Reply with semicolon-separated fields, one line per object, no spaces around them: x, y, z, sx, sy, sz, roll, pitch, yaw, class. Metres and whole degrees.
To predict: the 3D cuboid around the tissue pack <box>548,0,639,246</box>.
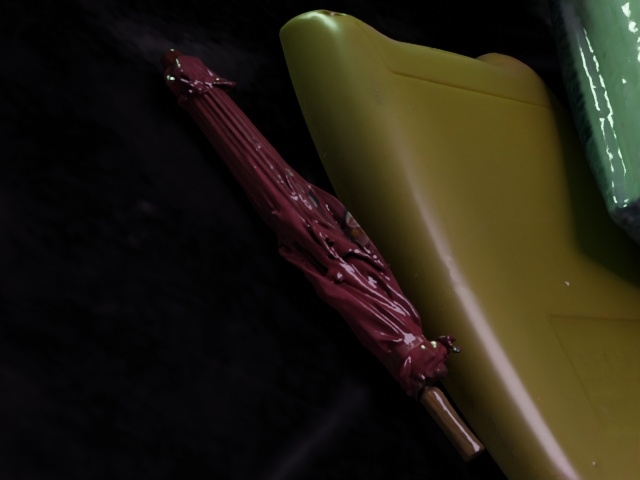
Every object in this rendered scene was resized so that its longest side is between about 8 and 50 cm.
0.205;-0.021;0.633;0.257;0.081;0.185;35;33;-30;tissue pack

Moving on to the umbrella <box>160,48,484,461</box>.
0.000;0.000;0.470;0.027;0.025;0.165;-28;71;-34;umbrella

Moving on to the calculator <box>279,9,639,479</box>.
0.079;0.009;0.536;0.157;0.033;0.236;5;49;-46;calculator
